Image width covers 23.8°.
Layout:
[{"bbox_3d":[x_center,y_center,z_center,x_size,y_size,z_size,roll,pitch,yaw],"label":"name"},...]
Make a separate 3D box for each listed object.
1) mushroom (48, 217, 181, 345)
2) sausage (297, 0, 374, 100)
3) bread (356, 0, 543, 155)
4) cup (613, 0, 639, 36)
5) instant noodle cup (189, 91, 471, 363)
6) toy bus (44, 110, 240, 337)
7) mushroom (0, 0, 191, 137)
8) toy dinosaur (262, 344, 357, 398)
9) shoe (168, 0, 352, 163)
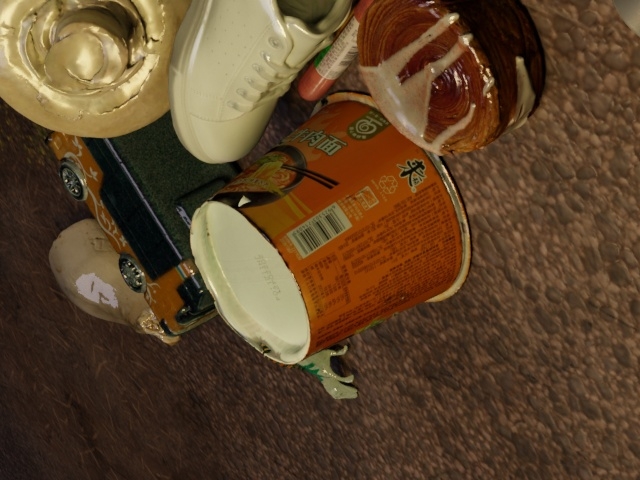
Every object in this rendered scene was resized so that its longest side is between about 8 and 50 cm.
[{"bbox_3d":[-0.267,0.066,1.986,0.225,0.093,0.116,42,126,35],"label":"mushroom"},{"bbox_3d":[0.024,-0.180,1.381,0.029,0.029,0.223,55,150,6],"label":"sausage"},{"bbox_3d":[0.106,-0.147,1.247,0.160,0.073,0.160,34,144,30],"label":"bread"},{"bbox_3d":[0.255,-0.174,1.009,0.100,0.078,0.077,27,148,-14],"label":"cup"},{"bbox_3d":[0.000,0.000,1.434,0.230,0.182,0.230,36,145,32],"label":"instant noodle cup"},{"bbox_3d":[-0.171,-0.047,1.694,0.275,0.138,0.167,58,149,4],"label":"toy bus"},{"bbox_3d":[-0.232,-0.212,1.513,0.202,0.246,0.246,-110,6,-59],"label":"mushroom"},{"bbox_3d":[-0.031,0.117,1.676,0.187,0.044,0.106,20,147,-11],"label":"toy dinosaur"},{"bbox_3d":[-0.039,-0.193,1.365,0.160,0.131,0.363,41,139,31],"label":"shoe"}]
